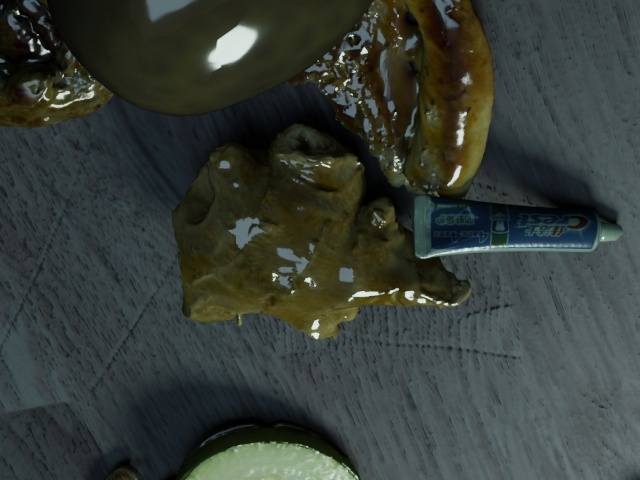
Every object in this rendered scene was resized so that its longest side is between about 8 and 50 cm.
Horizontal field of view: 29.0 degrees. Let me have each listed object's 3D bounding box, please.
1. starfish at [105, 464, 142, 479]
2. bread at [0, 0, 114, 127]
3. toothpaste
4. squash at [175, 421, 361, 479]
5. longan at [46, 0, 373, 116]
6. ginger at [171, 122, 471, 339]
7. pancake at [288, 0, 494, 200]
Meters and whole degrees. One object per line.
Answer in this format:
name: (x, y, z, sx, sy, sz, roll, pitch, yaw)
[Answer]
starfish: (-0.224, 0.357, 1.429, 0.216, 0.071, 0.238, 14, 112, 8)
bread: (-0.259, -0.195, 1.043, 0.230, 0.123, 0.230, 7, 123, 10)
toothpaste: (0.176, -0.010, 1.097, 0.197, 0.035, 0.057, 2, 85, -13)
squash: (-0.055, 0.299, 1.337, 0.219, 0.041, 0.219, -1, 112, -1)
longan: (-0.087, -0.236, 0.895, 0.300, 0.243, 0.300, -3, 100, -18)
ginger: (0.000, 0.000, 1.121, 0.270, 0.123, 0.219, 3, 123, -4)
pancake: (0.028, -0.150, 1.051, 0.244, 0.057, 0.266, 9, 125, 7)
